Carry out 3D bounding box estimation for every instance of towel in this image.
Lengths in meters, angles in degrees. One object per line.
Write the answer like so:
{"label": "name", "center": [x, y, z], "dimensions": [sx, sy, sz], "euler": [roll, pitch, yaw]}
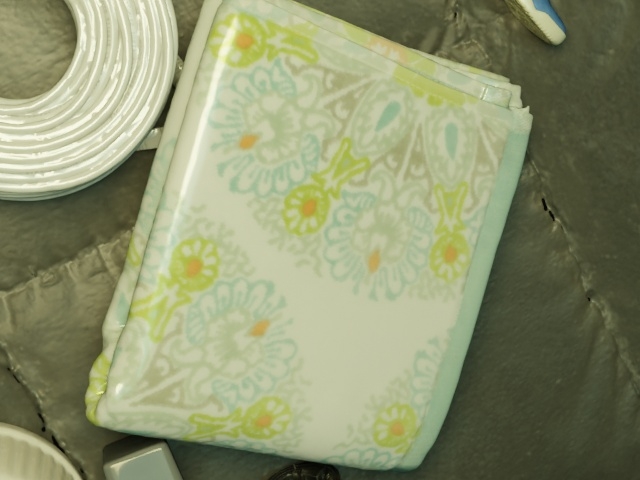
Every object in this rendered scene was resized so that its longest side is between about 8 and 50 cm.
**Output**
{"label": "towel", "center": [0.000, 0.000, 0.958], "dimensions": [0.321, 0.090, 0.374], "euler": [16, 91, -29]}

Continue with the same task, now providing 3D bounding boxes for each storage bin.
{"label": "storage bin", "center": [-0.151, 0.217, 0.964], "dimensions": [0.098, 0.135, 0.091], "euler": [-20, 92, -11]}

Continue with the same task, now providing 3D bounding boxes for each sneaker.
{"label": "sneaker", "center": [0.191, -0.254, 1.011], "dimensions": [0.084, 0.058, 0.152], "euler": [-41, 100, 3]}

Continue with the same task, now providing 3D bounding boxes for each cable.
{"label": "cable", "center": [-0.241, -0.157, 0.897], "dimensions": [0.257, 0.089, 0.257], "euler": [-26, 104, -10]}

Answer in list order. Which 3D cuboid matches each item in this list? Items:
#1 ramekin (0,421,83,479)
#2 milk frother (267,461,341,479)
{"label": "ramekin", "center": [-0.290, 0.263, 0.940], "dimensions": [0.207, 0.109, 0.207], "euler": [-2, 99, -14]}
{"label": "milk frother", "center": [-0.023, 0.294, 1.027], "dimensions": [0.143, 0.129, 0.134], "euler": [-33, 146, -36]}
